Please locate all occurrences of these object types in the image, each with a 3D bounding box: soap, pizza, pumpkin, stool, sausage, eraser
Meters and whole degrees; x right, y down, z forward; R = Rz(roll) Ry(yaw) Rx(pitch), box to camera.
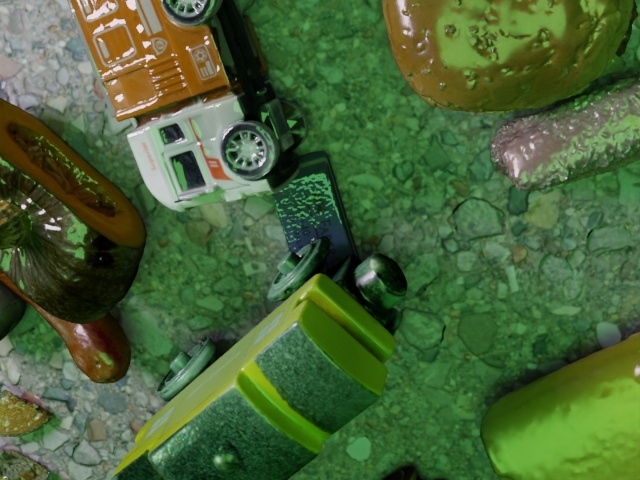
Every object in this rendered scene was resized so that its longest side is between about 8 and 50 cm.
[{"bbox_3d":[0.442,0.261,1.353,0.427,0.115,0.306,-20,99,11],"label":"soap"},{"bbox_3d":[-0.430,0.241,1.497,0.083,0.025,0.078,-16,109,4],"label":"pizza"},{"bbox_3d":[-0.361,-0.036,1.304,0.139,0.222,0.317,-43,98,15],"label":"pumpkin"},{"bbox_3d":[-0.465,0.086,1.422,0.110,0.096,0.096,43,107,-1],"label":"stool"},{"bbox_3d":[-0.365,0.069,1.397,0.302,0.103,0.076,43,117,-5],"label":"sausage"},{"bbox_3d":[0.000,0.000,1.369,0.082,0.036,0.225,-14,105,13],"label":"eraser"}]

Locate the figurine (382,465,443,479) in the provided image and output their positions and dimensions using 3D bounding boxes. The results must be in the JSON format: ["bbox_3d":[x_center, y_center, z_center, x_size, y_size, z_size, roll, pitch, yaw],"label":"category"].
[{"bbox_3d":[0.153,0.381,1.451,0.098,0.082,0.154,-43,98,-3],"label":"figurine"}]

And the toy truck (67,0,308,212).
[{"bbox_3d":[-0.171,-0.226,1.256,0.206,0.173,0.388,-17,101,18],"label":"toy truck"}]

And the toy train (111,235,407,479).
[{"bbox_3d":[-0.075,0.188,1.288,0.179,0.272,0.442,43,119,-10],"label":"toy train"}]

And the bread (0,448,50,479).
[{"bbox_3d":[-0.485,0.431,1.528,0.087,0.098,0.269,40,112,39],"label":"bread"}]

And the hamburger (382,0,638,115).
[{"bbox_3d":[0.213,-0.276,1.195,0.283,0.144,0.260,-13,92,4],"label":"hamburger"}]

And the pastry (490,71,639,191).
[{"bbox_3d":[0.335,-0.130,1.252,0.265,0.112,0.103,-19,90,10],"label":"pastry"}]
